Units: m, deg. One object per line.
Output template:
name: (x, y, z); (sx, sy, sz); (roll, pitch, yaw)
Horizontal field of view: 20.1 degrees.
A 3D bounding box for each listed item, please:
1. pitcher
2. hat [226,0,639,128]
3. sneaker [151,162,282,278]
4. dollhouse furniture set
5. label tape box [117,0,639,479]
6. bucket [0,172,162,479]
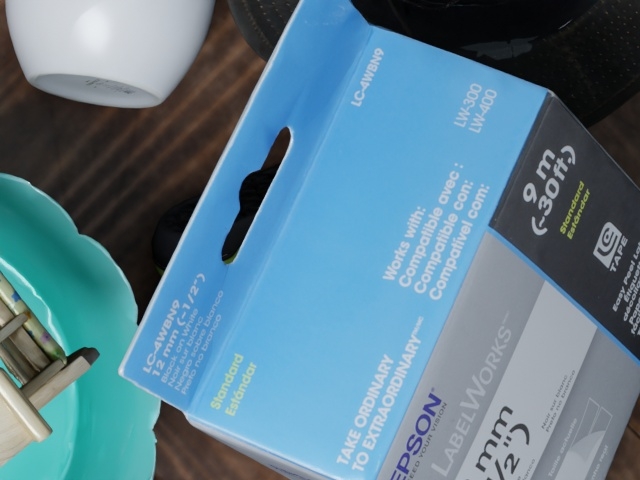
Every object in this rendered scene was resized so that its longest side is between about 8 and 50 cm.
pitcher: (-0.111, -0.192, 1.069); (0.125, 0.178, 0.207); (11, 82, -20)
hat: (0.096, -0.212, 1.144); (0.331, 0.331, 0.134); (6, 40, -16)
sneaker: (0.000, 0.000, 1.154); (0.234, 0.084, 0.097); (-19, 115, -16)
dollhouse furniture set: (-0.189, 0.014, 0.849); (0.101, 0.161, 0.182); (-40, 98, -16)
label tape box: (0.069, 0.040, 1.047); (0.347, 0.115, 0.249); (39, 73, -51)
bucket: (-0.234, 0.096, 1.010); (0.281, 0.183, 0.281); (1, 86, -16)
